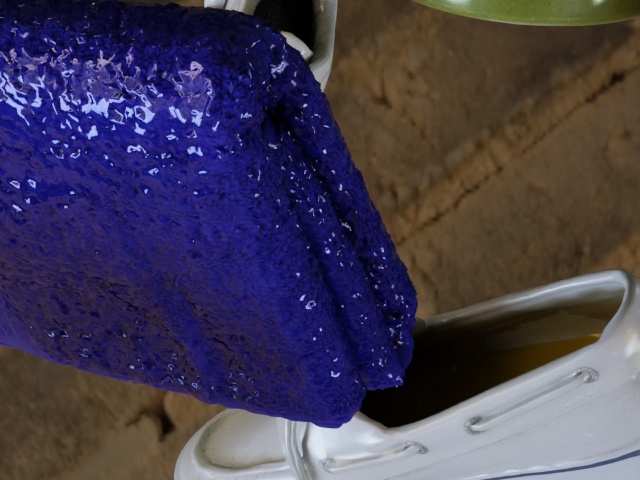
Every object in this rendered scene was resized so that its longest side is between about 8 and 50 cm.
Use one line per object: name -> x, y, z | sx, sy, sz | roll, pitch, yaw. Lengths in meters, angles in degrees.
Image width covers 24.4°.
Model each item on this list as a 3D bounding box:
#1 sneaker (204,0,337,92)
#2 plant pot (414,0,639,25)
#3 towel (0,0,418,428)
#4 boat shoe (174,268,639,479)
sneaker -> -0.051, -0.089, 1.050 | 0.110, 0.118, 0.292 | 14, -96, -20
plant pot -> 0.157, -0.349, 1.022 | 0.366, 0.353, 0.366 | 2, -151, -1
towel -> -0.129, -0.011, 0.599 | 0.308, 0.227, 0.076 | 6, -119, 24
boat shoe -> 0.033, 0.084, 0.851 | 0.367, 0.156, 0.136 | -13, -140, 37
